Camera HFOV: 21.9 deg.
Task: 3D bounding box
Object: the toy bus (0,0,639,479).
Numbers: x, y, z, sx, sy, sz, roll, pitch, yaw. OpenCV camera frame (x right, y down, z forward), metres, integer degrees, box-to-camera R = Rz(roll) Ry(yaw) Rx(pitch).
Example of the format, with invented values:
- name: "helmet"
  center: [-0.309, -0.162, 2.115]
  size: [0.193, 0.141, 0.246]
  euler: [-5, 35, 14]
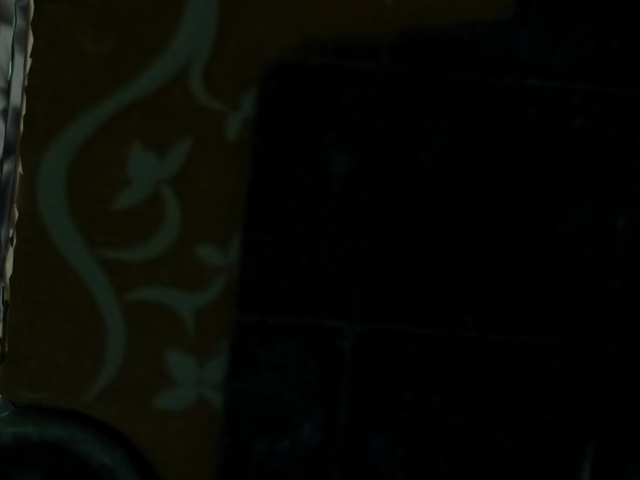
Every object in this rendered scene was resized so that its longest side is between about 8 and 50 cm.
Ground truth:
- name: "toy bus"
  center: [0.000, 0.000, 0.406]
  size: [0.162, 0.194, 0.324]
  euler: [-127, 42, -76]
